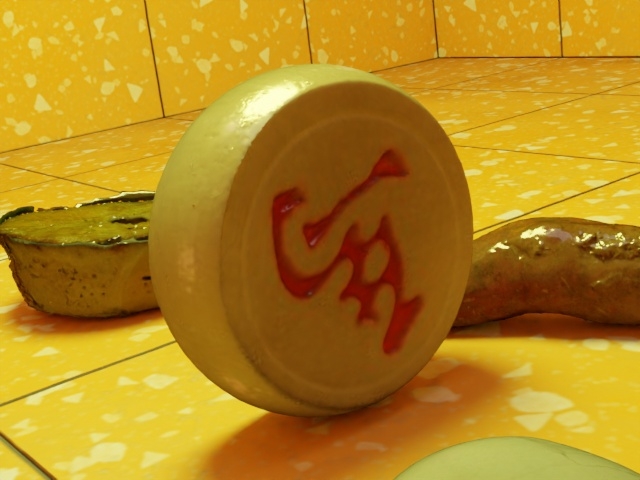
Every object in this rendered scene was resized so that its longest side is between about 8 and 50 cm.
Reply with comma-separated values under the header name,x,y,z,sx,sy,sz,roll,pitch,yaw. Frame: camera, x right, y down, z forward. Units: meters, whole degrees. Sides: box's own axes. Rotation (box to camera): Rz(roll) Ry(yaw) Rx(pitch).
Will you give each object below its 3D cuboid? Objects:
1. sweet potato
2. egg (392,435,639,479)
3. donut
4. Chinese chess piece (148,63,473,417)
name,x,y,z,sx,sy,sz,roll,pitch,yaw
sweet potato,0.234,0.026,0.869,0.354,0.095,0.106,-6,56,18
egg,0.086,0.154,0.386,0.151,0.151,0.209,-12,15,-17
donut,-0.227,0.015,1.133,0.271,0.107,0.272,-2,16,1
Chinese chess piece,0.000,0.000,0.752,0.273,0.273,0.102,-19,17,-36
